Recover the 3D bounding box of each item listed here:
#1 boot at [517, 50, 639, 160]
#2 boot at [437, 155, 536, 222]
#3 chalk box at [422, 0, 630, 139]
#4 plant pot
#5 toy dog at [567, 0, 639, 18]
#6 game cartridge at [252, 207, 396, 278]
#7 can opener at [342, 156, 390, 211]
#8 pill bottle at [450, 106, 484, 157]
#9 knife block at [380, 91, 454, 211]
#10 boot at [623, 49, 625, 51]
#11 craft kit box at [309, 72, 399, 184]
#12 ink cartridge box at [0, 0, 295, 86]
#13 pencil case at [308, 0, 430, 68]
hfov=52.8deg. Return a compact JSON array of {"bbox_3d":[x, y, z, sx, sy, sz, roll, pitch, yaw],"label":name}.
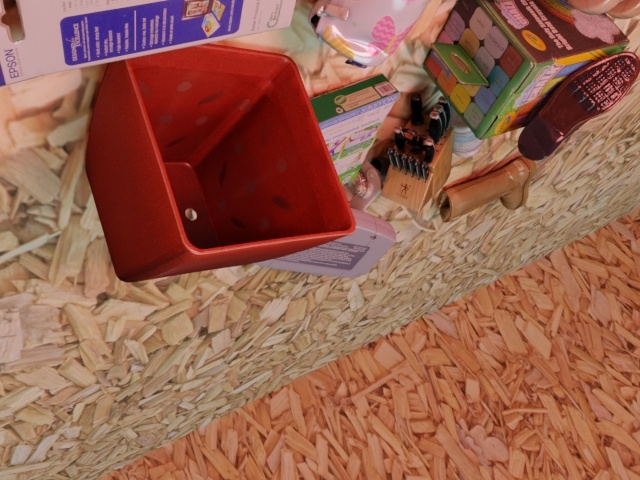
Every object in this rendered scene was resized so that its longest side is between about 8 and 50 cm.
[{"bbox_3d":[0.404,-0.216,1.038,0.219,0.082,0.106,-40,179,14],"label":"boot"},{"bbox_3d":[0.449,-0.119,1.796,0.270,0.089,0.236,-26,149,-11],"label":"boot"},{"bbox_3d":[0.302,-0.295,1.043,0.289,0.180,0.179,-18,156,-26],"label":"chalk box"},{"bbox_3d":[-0.160,-0.078,0.848,0.267,0.267,0.236,-8,164,-46],"label":"plant pot"},{"bbox_3d":[0.451,-0.478,0.921,0.333,0.161,0.220,-51,152,12],"label":"toy dog"},{"bbox_3d":[0.000,0.000,1.361,0.294,0.060,0.196,10,146,-25],"label":"game cartridge"},{"bbox_3d":[0.060,-0.066,1.395,0.093,0.074,0.280,-10,152,-43],"label":"can opener"},{"bbox_3d":[0.292,-0.229,1.311,0.087,0.087,0.160,-32,160,4],"label":"pill bottle"},{"bbox_3d":[0.210,-0.192,1.261,0.276,0.088,0.242,-40,152,-54],"label":"knife block"},{"bbox_3d":[0.528,-0.349,1.398,0.207,0.090,0.248,11,137,-44],"label":"boot"},{"bbox_3d":[-0.011,-0.150,1.098,0.250,0.061,0.246,-26,158,-29],"label":"craft kit box"},{"bbox_3d":[-0.170,-0.263,0.640,0.333,0.065,0.165,-21,158,-26],"label":"ink cartridge box"},{"bbox_3d":[0.094,-0.337,0.756,0.124,0.113,0.273,11,139,-32],"label":"pencil case"}]
